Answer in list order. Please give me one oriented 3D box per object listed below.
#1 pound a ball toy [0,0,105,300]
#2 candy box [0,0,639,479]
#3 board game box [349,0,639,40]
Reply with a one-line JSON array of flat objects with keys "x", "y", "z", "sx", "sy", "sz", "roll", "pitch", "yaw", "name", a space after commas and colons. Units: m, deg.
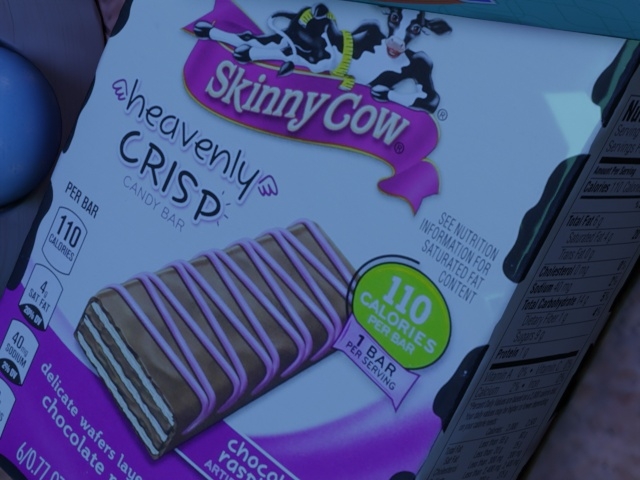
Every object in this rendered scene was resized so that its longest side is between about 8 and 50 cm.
[{"x": -0.202, "y": -0.069, "z": 0.534, "sx": 0.136, "sy": 0.319, "sz": 0.208, "roll": -1, "pitch": 92, "yaw": 35, "name": "pound a ball toy"}, {"x": 0.000, "y": 0.000, "z": 0.546, "sx": 0.159, "sy": 0.071, "sz": 0.233, "roll": 37, "pitch": 112, "yaw": 29, "name": "candy box"}, {"x": 0.037, "y": -0.162, "z": 0.470, "sx": 0.160, "sy": 0.047, "sz": 0.210, "roll": 13, "pitch": 76, "yaw": 28, "name": "board game box"}]
